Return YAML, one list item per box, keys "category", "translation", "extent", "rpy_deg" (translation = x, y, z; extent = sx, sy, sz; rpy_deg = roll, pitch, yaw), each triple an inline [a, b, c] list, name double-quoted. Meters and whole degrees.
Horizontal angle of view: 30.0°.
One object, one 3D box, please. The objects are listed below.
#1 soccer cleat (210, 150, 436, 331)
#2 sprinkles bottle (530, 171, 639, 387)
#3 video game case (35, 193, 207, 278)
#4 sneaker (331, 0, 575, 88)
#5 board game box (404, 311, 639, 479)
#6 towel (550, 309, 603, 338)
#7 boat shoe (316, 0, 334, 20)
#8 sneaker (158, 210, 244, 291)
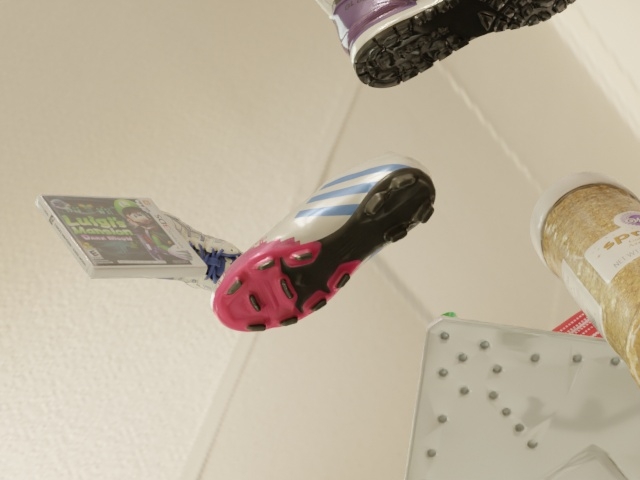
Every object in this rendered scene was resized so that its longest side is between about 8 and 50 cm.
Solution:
- category: "soccer cleat"
  translation: [0.000, 0.000, 1.546]
  extent: [0.116, 0.331, 0.143]
  rpy_deg: [58, 177, -27]
- category: "sprinkles bottle"
  translation: [0.300, 0.035, 1.145]
  extent: [0.121, 0.121, 0.355]
  rpy_deg: [50, -172, -17]
- category: "video game case"
  translation: [-0.274, -0.007, 1.650]
  extent: [0.190, 0.022, 0.173]
  rpy_deg: [0, -144, -44]
- category: "sneaker"
  translation: [0.144, -0.275, 1.232]
  extent: [0.107, 0.283, 0.124]
  rpy_deg: [66, -178, -56]
- category: "board game box"
  translation: [0.285, 0.279, 1.290]
  extent: [0.050, 0.389, 0.390]
  rpy_deg: [-70, -13, -70]
- category: "towel"
  translation: [0.396, 0.148, 1.529]
  extent: [0.199, 0.275, 0.031]
  rpy_deg: [-30, -64, -17]
- category: "boat shoe"
  translation: [0.093, -0.372, 1.446]
  extent: [0.084, 0.258, 0.095]
  rpy_deg: [43, 180, -20]
- category: "sneaker"
  translation: [-0.195, 0.023, 1.901]
  extent: [0.296, 0.131, 0.112]
  rpy_deg: [17, -95, -63]
